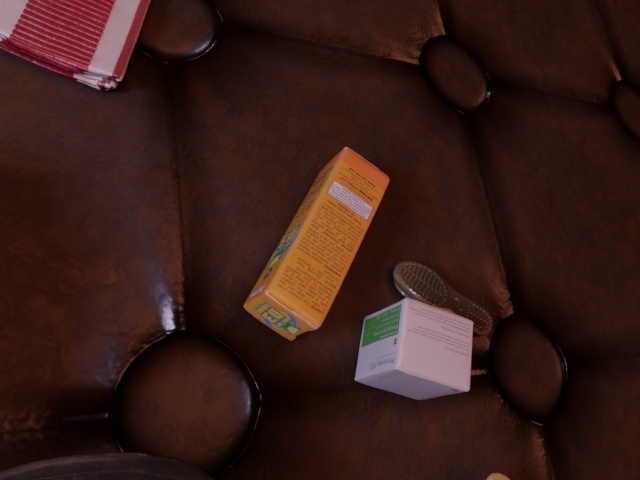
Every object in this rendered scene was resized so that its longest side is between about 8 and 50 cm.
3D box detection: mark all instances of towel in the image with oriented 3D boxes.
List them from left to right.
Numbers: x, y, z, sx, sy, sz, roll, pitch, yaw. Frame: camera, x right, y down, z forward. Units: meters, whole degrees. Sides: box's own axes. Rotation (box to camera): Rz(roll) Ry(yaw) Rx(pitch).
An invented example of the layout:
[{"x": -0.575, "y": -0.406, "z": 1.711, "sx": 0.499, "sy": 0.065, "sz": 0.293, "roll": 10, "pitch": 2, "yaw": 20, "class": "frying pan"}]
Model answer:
[{"x": -0.363, "y": -0.323, "z": 0.638, "sx": 0.329, "sy": 0.037, "sz": 0.237, "roll": 20, "pitch": 60, "yaw": -23, "class": "towel"}]

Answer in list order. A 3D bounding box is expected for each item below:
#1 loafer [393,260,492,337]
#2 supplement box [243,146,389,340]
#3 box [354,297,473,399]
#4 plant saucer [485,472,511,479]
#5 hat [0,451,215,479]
[{"x": 0.155, "y": 0.085, "z": 0.750, "sx": 0.148, "sy": 0.050, "sz": 0.056, "roll": 37, "pitch": 52, "yaw": 8, "class": "loafer"}, {"x": 0.000, "y": 0.000, "z": 0.680, "sx": 0.080, "sy": 0.078, "sz": 0.233, "roll": 34, "pitch": 57, "yaw": -13, "class": "supplement box"}, {"x": 0.111, "y": 0.133, "z": 0.672, "sx": 0.102, "sy": 0.101, "sz": 0.087, "roll": 20, "pitch": 62, "yaw": -19, "class": "box"}, {"x": 0.225, "y": 0.487, "z": 0.605, "sx": 0.332, "sy": 0.081, "sz": 0.333, "roll": 40, "pitch": 57, "yaw": -10, "class": "plant saucer"}, {"x": -0.186, "y": 0.304, "z": 0.422, "sx": 0.331, "sy": 0.134, "sz": 0.331, "roll": 1, "pitch": 89, "yaw": -33, "class": "hat"}]
